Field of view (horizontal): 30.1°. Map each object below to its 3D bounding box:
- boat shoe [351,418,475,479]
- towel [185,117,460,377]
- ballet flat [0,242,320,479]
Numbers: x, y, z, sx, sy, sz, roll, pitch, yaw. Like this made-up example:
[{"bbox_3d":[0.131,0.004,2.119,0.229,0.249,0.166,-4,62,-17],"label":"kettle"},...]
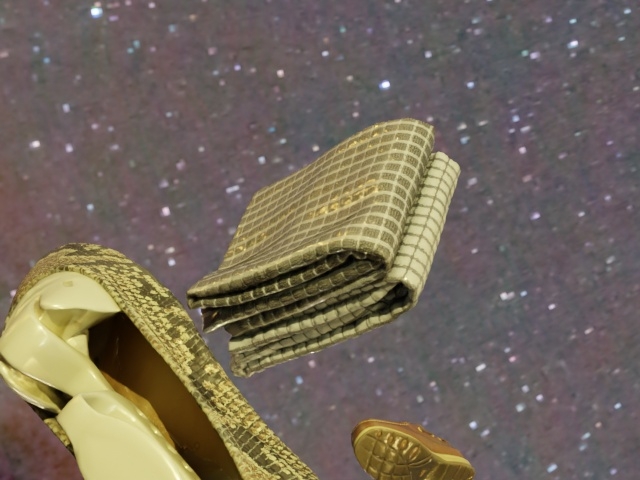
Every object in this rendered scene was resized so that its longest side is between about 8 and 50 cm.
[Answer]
[{"bbox_3d":[0.093,0.230,1.298,0.064,0.178,0.060,-50,-140,14],"label":"boat shoe"},{"bbox_3d":[0.000,0.000,1.325,0.283,0.235,0.121,-23,-59,34],"label":"towel"},{"bbox_3d":[-0.158,0.137,0.978,0.483,0.182,0.164,42,-79,34],"label":"ballet flat"}]
